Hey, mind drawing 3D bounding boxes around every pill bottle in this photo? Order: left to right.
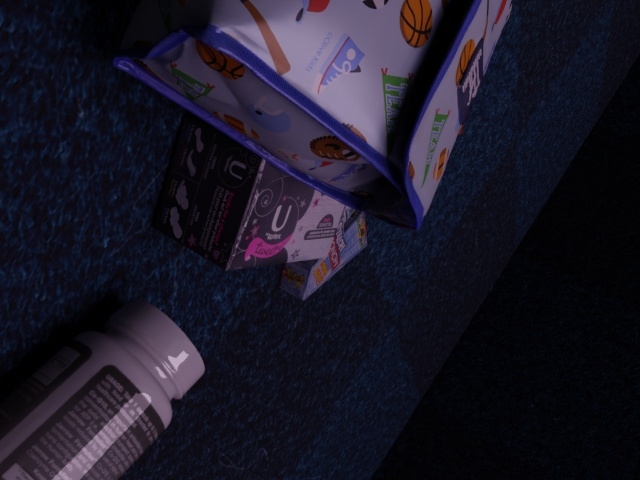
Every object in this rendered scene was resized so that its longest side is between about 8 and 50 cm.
[{"bbox_3d":[-0.282,0.213,0.807,0.283,0.161,0.161,-45,148,-29],"label":"pill bottle"}]

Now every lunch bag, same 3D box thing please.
[{"bbox_3d":[0.043,-0.228,0.728,0.385,0.239,0.328,32,77,-38],"label":"lunch bag"}]

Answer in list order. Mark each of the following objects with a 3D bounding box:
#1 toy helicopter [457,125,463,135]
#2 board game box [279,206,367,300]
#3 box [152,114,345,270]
[{"bbox_3d":[0.031,-0.249,0.927,0.355,0.140,0.235,15,58,-40],"label":"toy helicopter"},{"bbox_3d":[0.000,0.000,1.208,0.194,0.060,0.194,-49,149,-27],"label":"board game box"},{"bbox_3d":[-0.078,-0.062,0.935,0.247,0.142,0.163,-4,116,-58],"label":"box"}]
